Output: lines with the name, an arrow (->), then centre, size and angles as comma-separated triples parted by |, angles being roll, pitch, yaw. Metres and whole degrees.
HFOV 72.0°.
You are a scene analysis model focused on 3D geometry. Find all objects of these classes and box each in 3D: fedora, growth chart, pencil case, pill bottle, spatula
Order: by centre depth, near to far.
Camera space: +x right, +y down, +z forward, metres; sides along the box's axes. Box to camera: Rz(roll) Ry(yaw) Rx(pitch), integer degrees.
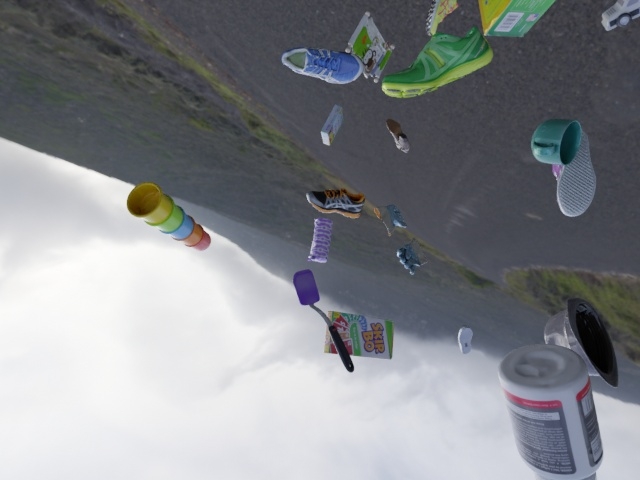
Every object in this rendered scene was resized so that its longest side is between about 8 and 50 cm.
pill bottle -> 0.518, 0.408, 0.980 | 0.176, 0.177, 0.318 | -136, 26, -74
spatula -> 0.011, 0.209, 1.152 | 0.084, 0.030, 0.296 | -8, -120, -49
fedora -> 0.750, 0.303, 1.294 | 0.244, 0.124, 0.275 | 40, -136, -17
growth chart -> 0.165, -0.630, 1.460 | 0.021, 0.171, 0.237 | 24, -177, 32
pencil case -> 0.000, 0.000, 1.953 | 0.088, 0.205, 0.086 | -1, 158, 32

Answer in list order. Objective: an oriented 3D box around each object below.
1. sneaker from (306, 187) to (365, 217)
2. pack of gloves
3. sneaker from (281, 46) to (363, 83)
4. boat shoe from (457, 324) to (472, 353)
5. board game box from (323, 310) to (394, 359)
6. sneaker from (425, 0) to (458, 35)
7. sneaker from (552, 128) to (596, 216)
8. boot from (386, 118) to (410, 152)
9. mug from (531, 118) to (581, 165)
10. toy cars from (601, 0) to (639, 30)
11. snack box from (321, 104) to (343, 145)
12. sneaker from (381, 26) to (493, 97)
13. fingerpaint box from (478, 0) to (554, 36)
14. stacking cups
sneaker -> 0.053, -0.139, 1.471 | 0.215, 0.083, 0.084 | 8, -140, -29
pack of gloves -> 0.210, -0.002, 1.200 | 0.194, 0.046, 0.232 | 64, -156, 4
sneaker -> 0.001, -0.434, 1.092 | 0.211, 0.080, 0.081 | 12, -157, 17
boat shoe -> 0.492, 0.335, 1.516 | 0.040, 0.049, 0.142 | -110, 4, -51
board game box -> 0.131, 0.295, 1.352 | 0.260, 0.124, 0.039 | 15, 163, -32
sneaker -> 0.445, -0.836, 1.579 | 0.094, 0.208, 0.081 | 17, -167, -7
sneaker -> 0.789, -0.194, 1.389 | 0.102, 0.281, 0.161 | 7, 166, 16
boot -> 0.270, -0.360, 1.537 | 0.118, 0.042, 0.087 | 57, 178, 24
mug -> 0.670, -0.291, 1.275 | 0.158, 0.129, 0.097 | 14, -173, -42
toy cars -> 0.963, -0.680, 1.186 | 0.087, 0.176, 0.394 | 53, 166, -26
snack box -> 0.052, -0.490, 1.874 | 0.037, 0.141, 0.100 | 23, 166, 12
sneaker -> 0.282, -0.447, 1.112 | 0.109, 0.296, 0.123 | -153, 40, -81
fingerpaint box -> 0.671, -0.945, 1.386 | 0.163, 0.370, 0.445 | -2, 168, -9
stacking cups -> -0.394, -0.052, 1.196 | 0.096, 0.096, 0.316 | 28, 170, 17
